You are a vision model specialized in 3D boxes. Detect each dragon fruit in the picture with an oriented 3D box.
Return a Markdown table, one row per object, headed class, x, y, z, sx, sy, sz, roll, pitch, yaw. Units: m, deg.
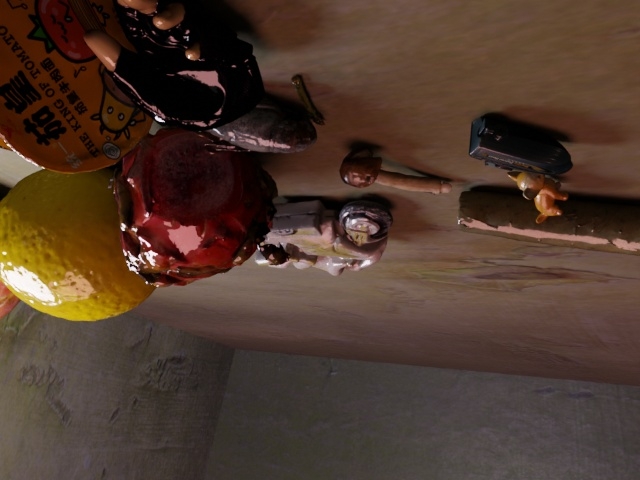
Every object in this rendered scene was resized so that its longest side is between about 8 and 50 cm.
| class | x | y | z | sx | sy | sz | roll | pitch | yaw |
| --- | --- | --- | --- | --- | --- | --- | --- | --- | --- |
| dragon fruit | -0.203 | -0.046 | 1.079 | 0.269 | 0.250 | 0.291 | -4 | 159 | -12 |

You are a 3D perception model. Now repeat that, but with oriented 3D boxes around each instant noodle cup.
| class | x | y | z | sx | sy | sz | roll | pitch | yaw |
| --- | --- | --- | --- | --- | --- | --- | --- | --- | --- |
| instant noodle cup | -0.328 | -0.189 | 0.792 | 0.172 | 0.215 | 0.216 | 7 | 164 | 44 |

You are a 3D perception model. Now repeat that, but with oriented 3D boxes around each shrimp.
| class | x | y | z | sx | sy | sz | roll | pitch | yaw |
| --- | --- | --- | --- | --- | --- | --- | --- | --- | --- |
| shrimp | -0.118 | -0.168 | 0.917 | 0.233 | 0.079 | 0.090 | 14 | 127 | 1 |

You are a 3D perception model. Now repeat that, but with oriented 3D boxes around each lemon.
| class | x | y | z | sx | sy | sz | roll | pitch | yaw |
| --- | --- | --- | --- | --- | --- | --- | --- | --- | --- |
| lemon | -0.460 | 0.002 | 1.293 | 0.337 | 0.335 | 0.336 | 11 | 162 | 3 |

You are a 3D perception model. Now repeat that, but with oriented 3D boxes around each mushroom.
| class | x | y | z | sx | sy | sz | roll | pitch | yaw |
| --- | --- | --- | --- | --- | --- | --- | --- | --- | --- |
| mushroom | 0.115 | -0.101 | 1.019 | 0.187 | 0.061 | 0.060 | 7 | 179 | -26 |

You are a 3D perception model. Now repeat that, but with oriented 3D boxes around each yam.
| class | x | y | z | sx | sy | sz | roll | pitch | yaw |
| --- | --- | --- | --- | --- | --- | --- | --- | --- | --- |
| yam | 0.397 | -0.025 | 1.012 | 0.372 | 0.083 | 0.083 | 9 | 162 | 17 |

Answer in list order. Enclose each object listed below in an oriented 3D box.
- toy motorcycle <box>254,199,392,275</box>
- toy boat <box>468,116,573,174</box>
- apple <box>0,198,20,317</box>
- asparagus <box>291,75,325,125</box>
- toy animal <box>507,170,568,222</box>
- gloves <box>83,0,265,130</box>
| class | x | y | z | sx | sy | sz | roll | pitch | yaw |
| --- | --- | --- | --- | --- | --- | --- | --- | --- | --- |
| toy motorcycle | 0.000 | 0.000 | 1.297 | 0.341 | 0.107 | 0.223 | -6 | 150 | 27 |
| toy boat | 0.260 | -0.115 | 0.855 | 0.141 | 0.055 | 0.060 | 13 | 155 | -6 |
| apple | -0.888 | 0.041 | 1.607 | 0.364 | 0.363 | 0.364 | 11 | 162 | 3 |
| asparagus | -0.016 | -0.183 | 0.892 | 0.015 | 0.014 | 0.114 | 23 | 168 | 23 |
| toy animal | 0.309 | -0.068 | 0.963 | 0.083 | 0.060 | 0.081 | 14 | 128 | -19 |
| gloves | -0.164 | -0.215 | 0.737 | 0.165 | 0.124 | 0.203 | -19 | 130 | 3 |
